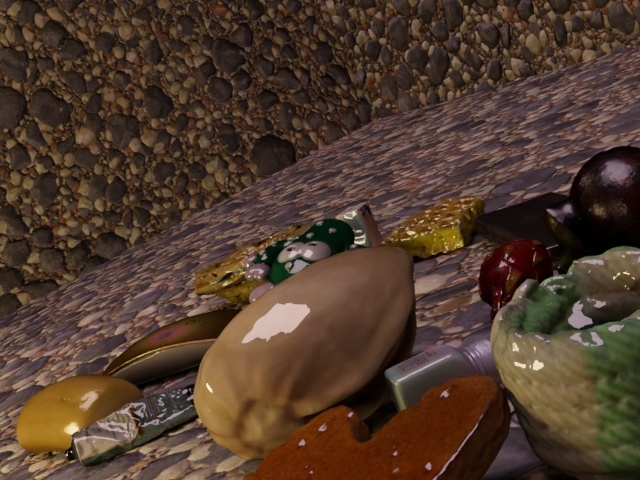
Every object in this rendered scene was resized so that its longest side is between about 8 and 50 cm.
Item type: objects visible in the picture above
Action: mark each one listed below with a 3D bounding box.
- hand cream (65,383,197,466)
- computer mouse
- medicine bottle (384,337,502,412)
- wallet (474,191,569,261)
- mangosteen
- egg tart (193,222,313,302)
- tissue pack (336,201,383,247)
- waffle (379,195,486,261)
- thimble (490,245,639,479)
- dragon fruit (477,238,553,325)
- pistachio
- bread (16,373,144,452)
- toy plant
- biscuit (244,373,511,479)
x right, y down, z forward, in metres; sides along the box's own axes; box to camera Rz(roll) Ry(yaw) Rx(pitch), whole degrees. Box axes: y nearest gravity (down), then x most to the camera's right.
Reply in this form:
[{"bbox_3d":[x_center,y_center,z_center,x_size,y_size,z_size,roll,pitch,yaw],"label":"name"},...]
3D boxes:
[{"bbox_3d":[-0.244,0.261,1.394,0.248,0.052,0.075,-20,33,-14],"label":"hand cream"},{"bbox_3d":[-0.252,0.183,1.678,0.310,0.071,0.158,-20,10,19],"label":"computer mouse"},{"bbox_3d":[0.136,0.152,1.044,0.118,0.074,0.055,-25,10,-9],"label":"medicine bottle"},{"bbox_3d":[0.357,-0.024,1.513,0.165,0.042,0.309,-22,12,-7],"label":"wallet"},{"bbox_3d":[0.378,-0.033,1.232,0.184,0.172,0.172,-28,11,1],"label":"mangosteen"},{"bbox_3d":[-0.114,0.059,1.908,0.291,0.107,0.291,-25,7,3],"label":"egg tart"},{"bbox_3d":[0.078,-0.020,1.901,0.059,0.094,0.074,-18,10,27],"label":"tissue pack"},{"bbox_3d":[0.218,-0.028,1.768,0.160,0.055,0.211,-17,12,31],"label":"waffle"},{"bbox_3d":[0.258,0.104,0.842,0.219,0.150,0.219,-22,12,5],"label":"thimble"},{"bbox_3d":[0.237,0.066,1.235,0.094,0.094,0.190,-14,26,38],"label":"dragon fruit"},{"bbox_3d":[-0.004,0.123,1.128,0.214,0.193,0.318,23,48,36],"label":"pistachio"},{"bbox_3d":[-0.377,0.261,1.500,0.217,0.098,0.147,-15,17,39],"label":"bread"},{"bbox_3d":[-0.015,0.051,1.684,0.233,0.112,0.243,-16,30,-1],"label":"toy plant"},{"bbox_3d":[0.033,0.220,0.889,0.262,0.052,0.277,-44,18,-22],"label":"biscuit"}]
